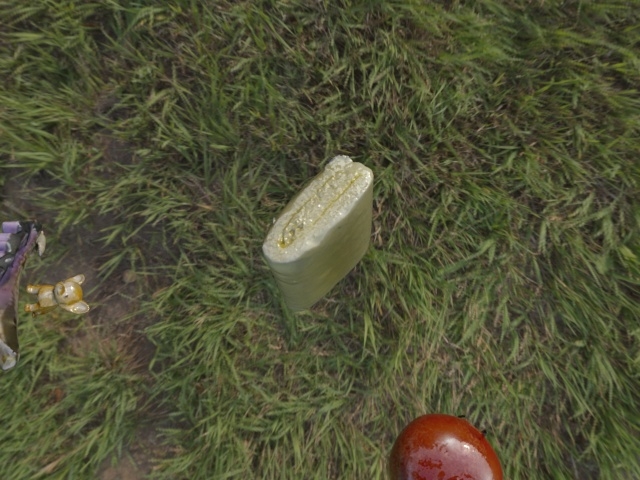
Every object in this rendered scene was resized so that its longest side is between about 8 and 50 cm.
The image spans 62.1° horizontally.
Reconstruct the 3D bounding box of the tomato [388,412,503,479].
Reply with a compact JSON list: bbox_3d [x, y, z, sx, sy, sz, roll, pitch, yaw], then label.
[{"bbox_3d":[0.179,0.339,0.786,0.168,0.167,0.167,1,98,8],"label":"tomato"}]

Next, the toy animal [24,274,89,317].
[{"bbox_3d":[-0.353,0.079,0.726,0.083,0.081,0.060,-8,61,0],"label":"toy animal"}]

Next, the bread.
[{"bbox_3d":[0.000,-0.001,0.575,0.060,0.178,0.139,42,74,17],"label":"bread"}]

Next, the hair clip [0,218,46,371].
[{"bbox_3d":[-0.396,0.053,0.669,0.085,0.292,0.106,11,119,-21],"label":"hair clip"}]
